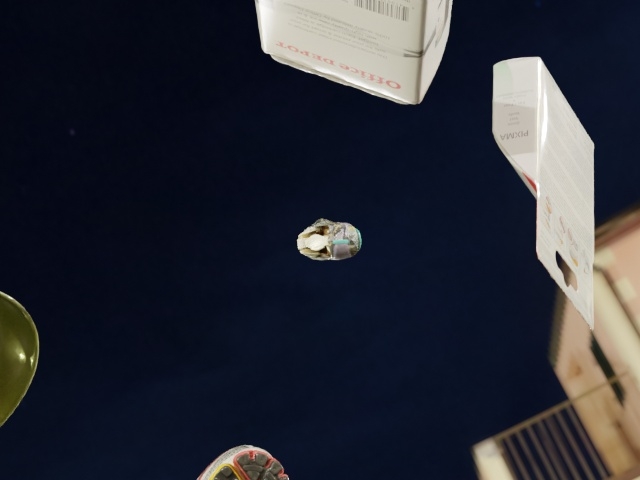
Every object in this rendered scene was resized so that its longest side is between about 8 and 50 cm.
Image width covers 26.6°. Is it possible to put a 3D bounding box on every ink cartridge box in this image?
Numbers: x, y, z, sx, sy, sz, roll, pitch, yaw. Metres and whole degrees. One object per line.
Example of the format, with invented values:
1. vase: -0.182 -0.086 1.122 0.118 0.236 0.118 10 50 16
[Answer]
1. ink cartridge box: 0.030 -0.220 1.147 0.158 0.092 0.218 21 -21 10
2. ink cartridge box: 0.225 -0.043 1.355 0.056 0.225 0.181 -8 -30 27

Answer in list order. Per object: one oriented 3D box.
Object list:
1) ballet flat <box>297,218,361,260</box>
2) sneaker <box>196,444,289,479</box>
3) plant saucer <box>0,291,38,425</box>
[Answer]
1. ballet flat: 0.000 0.000 1.272 0.041 0.041 0.114 -12 3 -20
2. sneaker: -0.102 0.272 1.133 0.225 0.088 0.093 -55 11 -3
3. plant saucer: -0.338 0.113 1.061 0.241 0.037 0.241 -26 -35 -20
